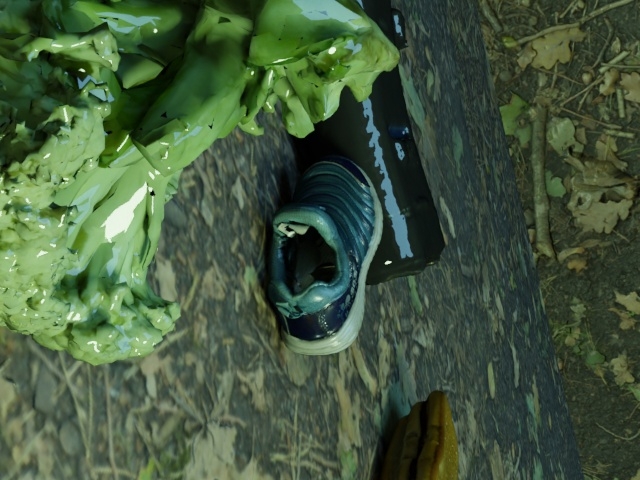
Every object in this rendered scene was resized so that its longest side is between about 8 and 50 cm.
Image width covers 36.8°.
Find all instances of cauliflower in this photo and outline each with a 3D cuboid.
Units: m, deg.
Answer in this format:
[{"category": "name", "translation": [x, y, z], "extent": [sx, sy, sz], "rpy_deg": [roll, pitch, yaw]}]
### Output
[{"category": "cauliflower", "translation": [-0.091, -0.084, 0.457], "extent": [0.272, 0.250, 0.275], "rpy_deg": [53, 29, -55]}]

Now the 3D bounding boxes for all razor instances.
[{"category": "razor", "translation": [0.049, -0.117, 1.053], "extent": [0.189, 0.107, 0.327], "rpy_deg": [-8, 87, -69]}]

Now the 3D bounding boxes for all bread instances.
[{"category": "bread", "translation": [0.117, 0.271, 1.102], "extent": [0.200, 0.077, 0.116], "rpy_deg": [-67, 141, -59]}]

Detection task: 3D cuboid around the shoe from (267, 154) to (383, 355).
[{"category": "shoe", "translation": [0.000, 0.000, 0.887], "extent": [0.106, 0.091, 0.207], "rpy_deg": [65, 28, -49]}]
